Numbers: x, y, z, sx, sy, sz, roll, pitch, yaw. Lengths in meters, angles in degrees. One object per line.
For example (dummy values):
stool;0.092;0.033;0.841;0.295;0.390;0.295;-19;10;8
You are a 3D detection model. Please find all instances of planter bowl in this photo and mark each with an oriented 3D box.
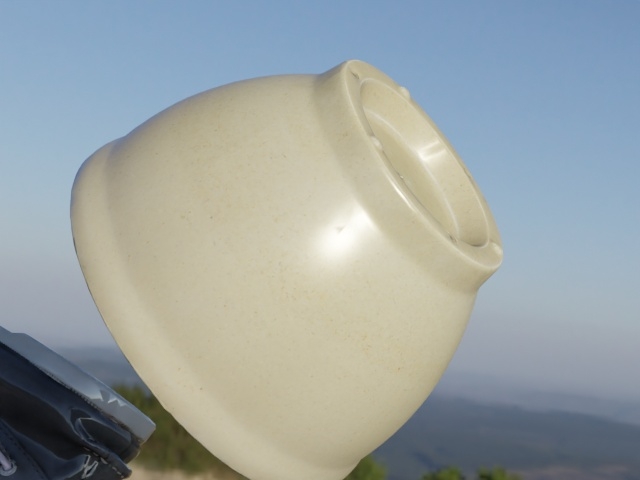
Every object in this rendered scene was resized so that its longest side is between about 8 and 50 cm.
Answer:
planter bowl;0.000;0.000;0.526;0.109;0.162;0.162;-36;-26;22

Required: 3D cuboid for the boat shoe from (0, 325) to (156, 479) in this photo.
boat shoe;-0.250;0.083;0.879;0.335;0.095;0.112;23;-20;36
